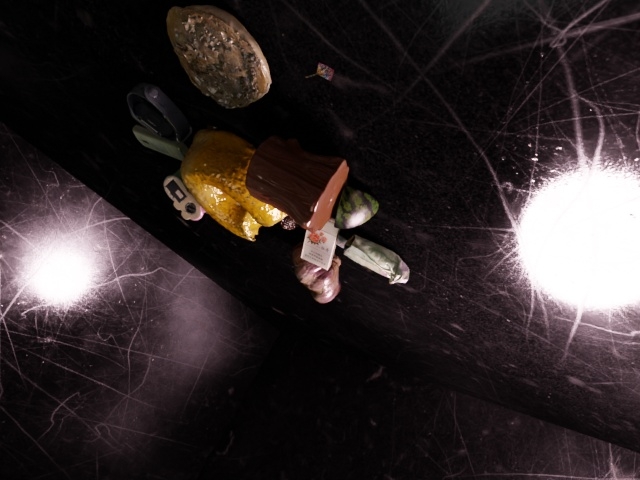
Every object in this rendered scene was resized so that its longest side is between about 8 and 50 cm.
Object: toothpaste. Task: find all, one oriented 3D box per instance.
[{"bbox_3d":[0.044,-0.013,1.609,0.205,0.036,0.056,31,152,-13],"label":"toothpaste"}]

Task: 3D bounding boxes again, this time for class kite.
[{"bbox_3d":[0.002,-0.340,0.960,0.044,0.002,0.078,37,157,-18],"label":"kite"}]

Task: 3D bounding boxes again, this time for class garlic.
[{"bbox_3d":[0.000,0.109,1.738,0.244,0.161,0.245,60,-171,-16],"label":"garlic"}]

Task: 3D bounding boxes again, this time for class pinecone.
[{"bbox_3d":[-0.112,-0.072,1.619,0.077,0.077,0.083,36,158,-15],"label":"pinecone"}]

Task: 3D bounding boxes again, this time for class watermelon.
[{"bbox_3d":[0.097,-0.094,1.294,0.136,0.125,0.094,2,-159,-25],"label":"watermelon"}]

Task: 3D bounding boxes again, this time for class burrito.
[{"bbox_3d":[0.184,0.060,1.523,0.229,0.089,0.144,30,173,2],"label":"burrito"}]

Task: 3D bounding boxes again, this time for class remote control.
[{"bbox_3d":[-0.555,-0.339,1.638,0.234,0.038,0.098,22,157,22],"label":"remote control"}]

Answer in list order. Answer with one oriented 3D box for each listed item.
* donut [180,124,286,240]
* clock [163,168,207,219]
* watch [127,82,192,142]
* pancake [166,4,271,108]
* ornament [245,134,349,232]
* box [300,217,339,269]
[{"bbox_3d":[-0.287,-0.168,1.506,0.378,0.163,0.435,35,159,-10],"label":"donut"},{"bbox_3d":[-0.457,-0.179,1.704,0.100,0.195,0.194,-33,96,24],"label":"clock"},{"bbox_3d":[-0.491,-0.382,1.421,0.206,0.068,0.193,42,157,-24],"label":"watch"},{"bbox_3d":[-0.231,-0.407,1.046,0.283,0.049,0.282,25,158,11],"label":"pancake"},{"bbox_3d":[-0.063,-0.157,1.211,0.218,0.235,0.221,28,134,13],"label":"ornament"},{"bbox_3d":[-0.001,0.000,1.566,0.109,0.029,0.198,24,128,14],"label":"box"}]
